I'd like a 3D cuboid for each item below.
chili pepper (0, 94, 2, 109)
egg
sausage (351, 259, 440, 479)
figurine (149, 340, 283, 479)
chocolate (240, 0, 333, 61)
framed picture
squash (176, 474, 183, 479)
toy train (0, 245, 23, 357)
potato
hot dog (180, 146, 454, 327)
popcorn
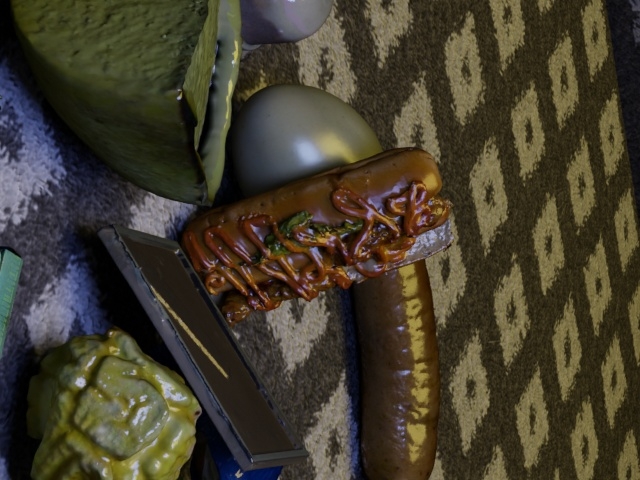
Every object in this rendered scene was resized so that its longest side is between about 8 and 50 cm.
[{"bbox_3d":[-0.375,-0.104,1.654,0.108,0.062,0.216,42,53,-49],"label":"chili pepper"},{"bbox_3d":[-0.017,-0.101,2.240,0.253,0.188,0.188,50,46,-44],"label":"egg"},{"bbox_3d":[0.109,0.140,2.584,0.136,0.123,0.501,-11,102,-34],"label":"sausage"},{"bbox_3d":[-0.111,0.230,2.070,0.164,0.121,0.262,54,16,-65],"label":"figurine"},{"bbox_3d":[-0.060,-0.327,2.201,0.221,0.147,0.221,-6,97,-60],"label":"chocolate"},{"bbox_3d":[-0.129,0.122,1.957,0.315,0.024,0.232,58,10,13],"label":"framed picture"},{"bbox_3d":[-0.190,0.297,2.026,0.066,0.066,0.252,-62,143,-44],"label":"squash"},{"bbox_3d":[-0.343,0.067,1.744,0.071,0.038,0.148,46,49,-59],"label":"toy train"},{"bbox_3d":[-0.208,-0.183,1.880,0.280,0.213,0.330,88,9,-49],"label":"potato"},{"bbox_3d":[0.000,0.000,2.126,0.117,0.349,0.158,-108,-178,-53],"label":"hot dog"},{"bbox_3d":[-0.223,0.190,1.832,0.185,0.167,0.187,27,21,-49],"label":"popcorn"}]
